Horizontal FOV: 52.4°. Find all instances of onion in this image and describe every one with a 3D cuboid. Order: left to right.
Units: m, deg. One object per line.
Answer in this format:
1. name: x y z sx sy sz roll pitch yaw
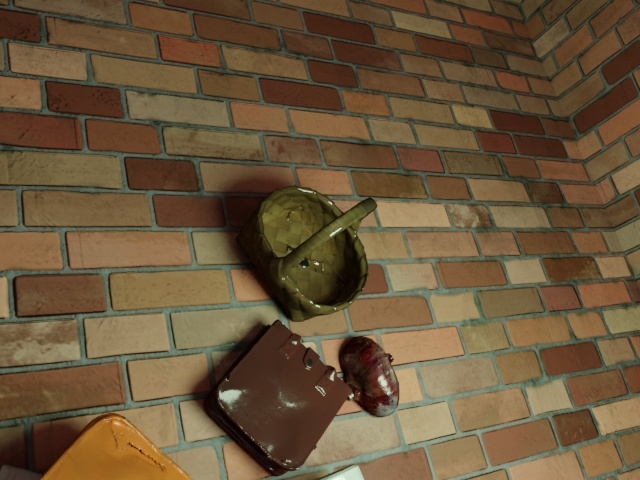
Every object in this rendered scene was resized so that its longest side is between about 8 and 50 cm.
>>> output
1. onion: 0.127 0.332 1.593 0.151 0.098 0.205 -23 79 -40

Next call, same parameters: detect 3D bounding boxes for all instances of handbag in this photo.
1. handbag: -0.306 0.515 1.125 0.410 0.116 0.303 44 17 -5
2. handbag: -0.092 0.347 1.463 0.260 0.084 0.275 44 50 0

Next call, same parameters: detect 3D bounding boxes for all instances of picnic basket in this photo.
1. picnic basket: 0.000 0.000 1.554 0.293 0.337 0.337 -33 85 -40

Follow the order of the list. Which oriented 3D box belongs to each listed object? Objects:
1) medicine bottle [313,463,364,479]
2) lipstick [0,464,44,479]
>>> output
1. medicine bottle: 0.041 0.642 1.310 0.190 0.190 0.332 -5 68 -34
2. lipstick: -0.552 0.562 1.051 0.080 0.076 0.371 19 56 -12
